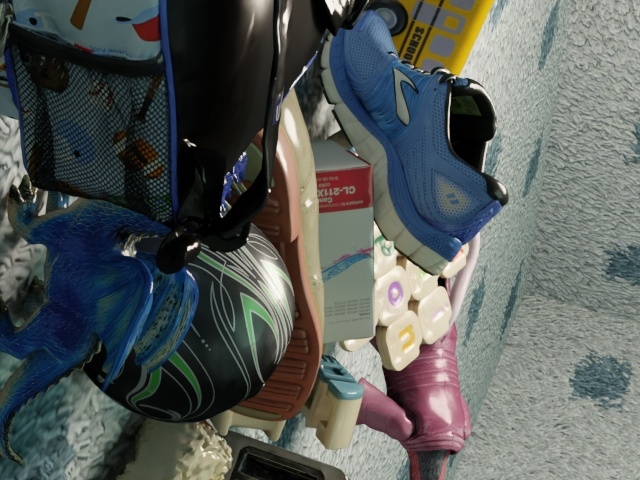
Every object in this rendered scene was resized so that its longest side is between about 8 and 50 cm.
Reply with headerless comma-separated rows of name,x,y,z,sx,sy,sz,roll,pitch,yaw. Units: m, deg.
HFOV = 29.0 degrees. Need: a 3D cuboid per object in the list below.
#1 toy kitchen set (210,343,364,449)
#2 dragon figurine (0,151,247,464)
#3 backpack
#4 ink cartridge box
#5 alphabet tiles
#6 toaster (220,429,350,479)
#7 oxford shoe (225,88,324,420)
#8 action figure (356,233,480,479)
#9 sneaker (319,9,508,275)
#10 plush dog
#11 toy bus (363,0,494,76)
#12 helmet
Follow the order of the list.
toy kitchen set,-0.051,0.130,1.361,0.207,0.166,0.122,-144,-114,-67
dragon figurine,-0.138,0.044,0.810,0.085,0.144,0.289,-13,122,-72
backpack,-0.085,-0.174,0.671,0.276,0.213,0.263,-67,172,-45
ink cartridge box,0.000,0.000,1.217,0.127,0.072,0.175,-141,-133,-65
alphabet tiles,0.080,-0.003,1.414,0.278,0.021,0.284,-34,114,-47
toaster,-0.053,0.306,1.297,0.110,0.185,0.168,73,36,-70
oxford shoe,-0.049,0.009,1.116,0.146,0.140,0.397,-69,167,-44
action figure,0.143,0.165,1.605,0.248,0.275,0.370,6,68,-39
sneaker,0.106,-0.123,1.261,0.130,0.147,0.330,34,27,-48
plush dog,-0.120,0.314,1.083,0.210,0.262,0.225,-32,137,-16
toy bus,0.136,-0.307,1.355,0.108,0.130,0.333,-73,-176,-45
helmet,-0.102,0.047,0.945,0.169,0.169,0.161,-59,175,-43
